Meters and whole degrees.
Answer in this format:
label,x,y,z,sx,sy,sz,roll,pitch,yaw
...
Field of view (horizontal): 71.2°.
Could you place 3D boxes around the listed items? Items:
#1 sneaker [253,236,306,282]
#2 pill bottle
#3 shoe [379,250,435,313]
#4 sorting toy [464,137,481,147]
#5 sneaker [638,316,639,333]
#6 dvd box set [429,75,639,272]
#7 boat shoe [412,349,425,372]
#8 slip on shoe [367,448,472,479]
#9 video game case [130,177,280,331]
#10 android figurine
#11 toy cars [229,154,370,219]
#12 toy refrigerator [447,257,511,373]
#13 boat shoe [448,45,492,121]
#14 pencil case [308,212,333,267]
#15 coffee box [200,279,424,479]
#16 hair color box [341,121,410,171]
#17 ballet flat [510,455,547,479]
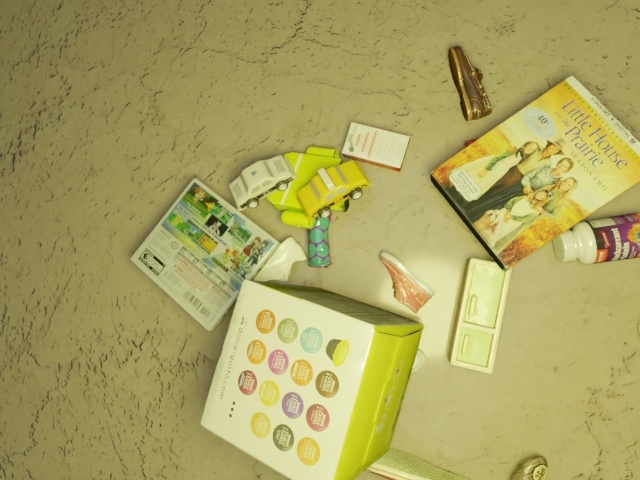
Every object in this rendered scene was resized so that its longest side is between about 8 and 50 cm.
label,x,y,z,sx,sy,sz,roll,pitch,yaw
sneaker,-0.134,0.088,1.257,0.212,0.080,0.094,-40,91,4
pill bottle,0.681,0.000,1.087,0.194,0.108,0.108,-10,83,10
shoe,0.211,0.112,1.189,0.178,0.063,0.081,41,88,7
sorting toy,0.512,-0.229,1.172,0.275,0.046,0.132,-15,82,8
sneaker,0.881,0.122,1.049,0.146,0.102,0.293,23,94,8
dvd box set,0.530,-0.164,1.091,0.420,0.062,0.307,-34,74,4
boat shoe,0.184,0.330,1.175,0.184,0.063,0.066,-12,83,10
slip on shoe,0.258,0.616,1.112,0.332,0.123,0.101,20,93,7
video game case,-0.323,0.031,1.236,0.329,0.036,0.300,37,88,18
android figurine,-0.039,-0.154,1.235,0.273,0.056,0.248,9,71,24
toy cars,-0.072,-0.153,1.166,0.394,0.087,0.176,8,69,22
toy refrigerator,0.401,0.186,1.131,0.102,0.094,0.269,12,88,11
boat shoe,0.401,-0.424,1.202,0.073,0.073,0.206,-16,89,7
pencil case,0.000,0.000,1.240,0.070,0.064,0.151,-3,84,12
coffee box,0.000,0.302,1.033,0.335,0.338,0.337,15,89,30
hair color box,0.154,-0.259,1.241,0.167,0.053,0.093,17,89,11
ballet flat,0.476,0.633,1.081,0.084,0.058,0.249,33,94,-18
